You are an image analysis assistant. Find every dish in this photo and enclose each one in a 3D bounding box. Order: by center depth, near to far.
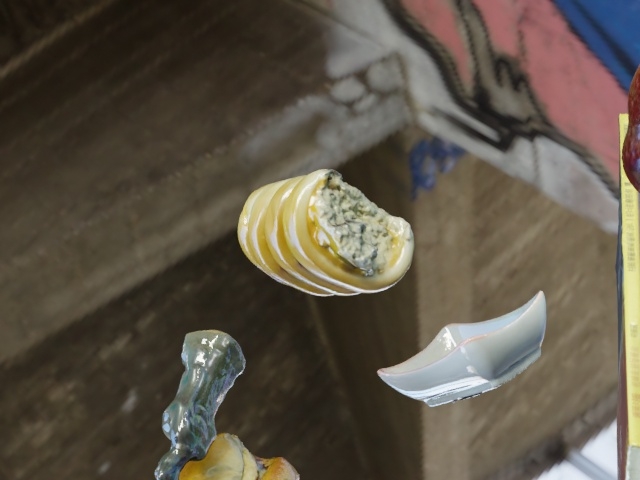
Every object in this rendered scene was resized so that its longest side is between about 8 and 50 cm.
[{"bbox_3d":[0.189,0.147,1.809,0.151,0.077,0.212,-28,0,-35],"label":"dish"}]

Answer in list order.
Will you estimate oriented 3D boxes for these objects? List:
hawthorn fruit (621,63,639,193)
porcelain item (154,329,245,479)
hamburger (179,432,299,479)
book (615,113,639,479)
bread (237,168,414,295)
[{"bbox_3d":[0.311,-0.088,1.048,0.188,0.169,0.169,-17,-51,-50],"label":"hawthorn fruit"},{"bbox_3d":[-0.155,0.215,1.750,0.081,0.069,0.215,65,-149,-41],"label":"porcelain item"},{"bbox_3d":[-0.155,0.407,1.881,0.290,0.170,0.314,122,172,-62],"label":"hamburger"},{"bbox_3d":[0.304,0.099,1.405,0.262,0.028,0.374,76,-163,-52],"label":"book"},{"bbox_3d":[0.000,0.000,1.216,0.119,0.177,0.084,29,-106,-23],"label":"bread"}]
